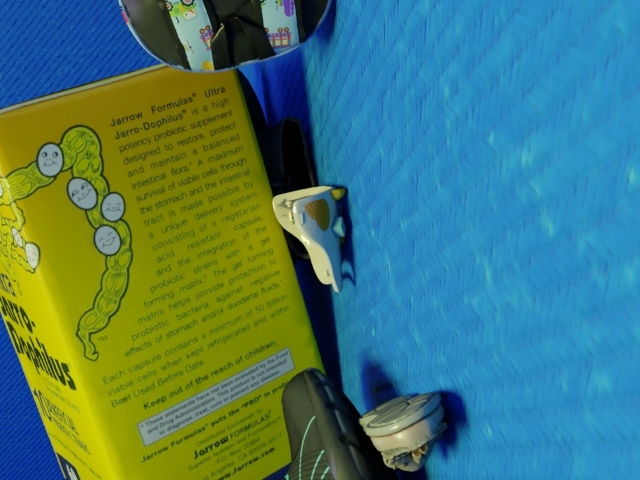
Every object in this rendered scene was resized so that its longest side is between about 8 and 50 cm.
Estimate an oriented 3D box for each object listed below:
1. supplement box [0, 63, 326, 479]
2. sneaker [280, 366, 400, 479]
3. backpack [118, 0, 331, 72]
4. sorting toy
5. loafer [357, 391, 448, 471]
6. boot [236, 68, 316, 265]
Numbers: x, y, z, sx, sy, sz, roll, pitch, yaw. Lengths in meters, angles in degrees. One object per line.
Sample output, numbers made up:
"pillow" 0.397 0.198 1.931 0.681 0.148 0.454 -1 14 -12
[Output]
"supplement box" -0.148 0.047 0.706 0.194 0.195 0.356 5 114 56
"sneaker" 0.004 0.184 0.501 0.101 0.106 0.267 53 -171 -36
"backpack" -0.070 -0.208 0.569 0.117 0.158 0.173 -104 -1 -66
"sorting toy" 0.000 0.000 0.627 0.083 0.045 0.075 -156 52 -76
"loafer" 0.049 0.109 0.471 0.039 0.045 0.125 63 172 7
"boot" -0.055 -0.082 0.792 0.207 0.090 0.248 151 113 -64
